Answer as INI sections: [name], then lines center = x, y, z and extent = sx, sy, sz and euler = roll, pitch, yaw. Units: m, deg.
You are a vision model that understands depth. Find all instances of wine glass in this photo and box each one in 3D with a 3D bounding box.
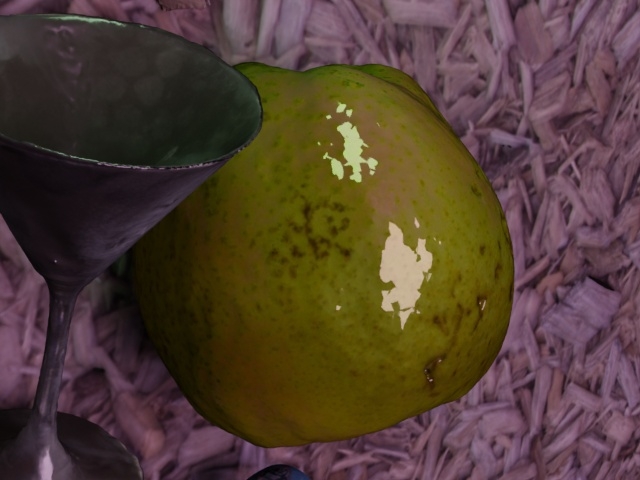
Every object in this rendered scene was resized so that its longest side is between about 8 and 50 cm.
[wine glass]
center = -0.207, 0.048, 1.083
extent = 0.267, 0.267, 0.406
euler = -13, 128, -40

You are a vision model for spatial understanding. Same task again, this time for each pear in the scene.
[pear]
center = 0.000, 0.000, 1.278
extent = 0.391, 0.391, 0.391
euler = -11, 107, -40

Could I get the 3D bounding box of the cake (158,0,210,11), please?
[cake]
center = -0.120, -0.278, 1.319
extent = 0.052, 0.065, 0.121
euler = 63, 36, -32

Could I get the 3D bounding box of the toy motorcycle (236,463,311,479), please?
[toy motorcycle]
center = -0.033, 0.390, 1.450
extent = 0.232, 0.172, 0.416
euler = -64, 145, -18
